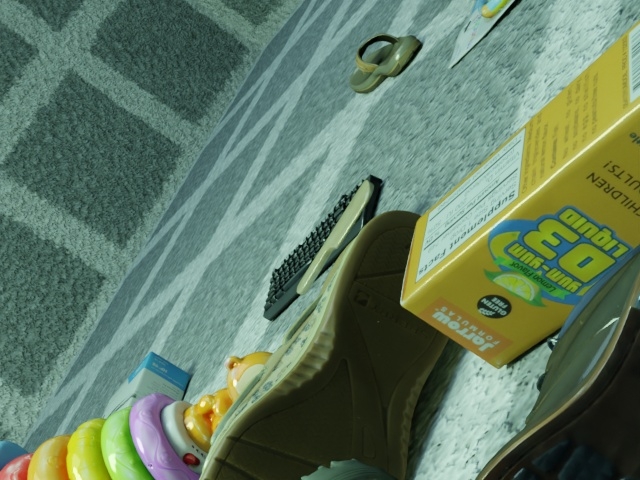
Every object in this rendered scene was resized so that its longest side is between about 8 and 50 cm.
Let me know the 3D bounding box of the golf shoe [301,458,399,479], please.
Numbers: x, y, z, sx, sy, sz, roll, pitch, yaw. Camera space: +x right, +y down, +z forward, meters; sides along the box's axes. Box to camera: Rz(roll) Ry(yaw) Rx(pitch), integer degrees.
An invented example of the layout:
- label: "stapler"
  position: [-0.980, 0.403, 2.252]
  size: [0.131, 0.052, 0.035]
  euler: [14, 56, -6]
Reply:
- label: "golf shoe"
  position: [0.004, 0.213, 0.388]
  size: [0.120, 0.105, 0.272]
  euler: [-15, 45, 47]

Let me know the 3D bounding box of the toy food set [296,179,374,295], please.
- label: "toy food set"
  position: [0.040, 0.043, 0.801]
  size: [0.132, 0.039, 0.192]
  euler: [-57, 22, 17]

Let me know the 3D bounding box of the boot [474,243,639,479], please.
- label: "boot"
  position: [0.115, 0.073, 0.399]
  size: [0.219, 0.082, 0.106]
  euler: [-57, -10, 9]

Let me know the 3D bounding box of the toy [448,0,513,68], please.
- label: "toy"
  position: [0.193, -0.291, 1.033]
  size: [0.237, 0.056, 0.137]
  euler: [-42, 17, 46]

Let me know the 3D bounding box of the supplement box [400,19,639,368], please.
- label: "supplement box"
  position: [0.139, -0.030, 0.512]
  size: [0.233, 0.078, 0.080]
  euler: [-44, 20, 42]

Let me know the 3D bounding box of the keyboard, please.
- label: "keyboard"
  position: [0.000, 0.000, 1.072]
  size: [0.180, 0.023, 0.108]
  euler: [-44, 16, 37]

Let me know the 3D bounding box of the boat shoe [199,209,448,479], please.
- label: "boat shoe"
  position: [0.001, 0.112, 0.625]
  size: [0.285, 0.105, 0.089]
  euler: [-56, 4, -29]

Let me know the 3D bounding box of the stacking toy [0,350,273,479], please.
- label: "stacking toy"
  position: [-0.141, 0.193, 0.879]
  size: [0.302, 0.175, 0.165]
  euler: [-37, 18, 13]

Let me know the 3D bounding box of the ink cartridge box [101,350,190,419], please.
- label: "ink cartridge box"
  position: [-0.221, 0.225, 1.215]
  size: [0.104, 0.060, 0.180]
  euler: [-48, 14, 27]

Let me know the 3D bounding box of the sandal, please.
- label: "sandal"
  position: [0.074, -0.237, 1.345]
  size: [0.072, 0.049, 0.180]
  euler: [-57, 13, -9]
